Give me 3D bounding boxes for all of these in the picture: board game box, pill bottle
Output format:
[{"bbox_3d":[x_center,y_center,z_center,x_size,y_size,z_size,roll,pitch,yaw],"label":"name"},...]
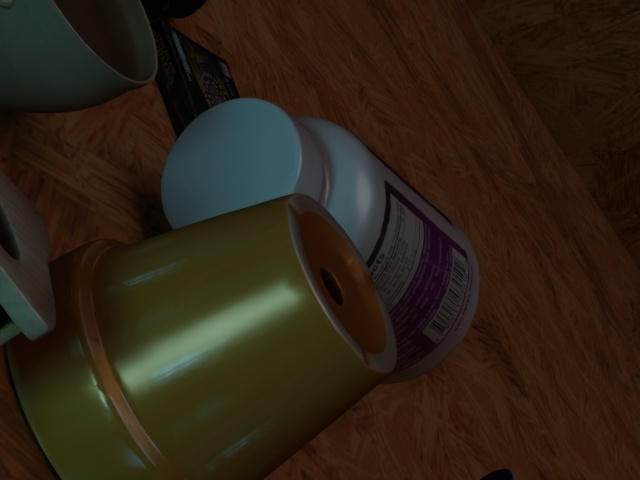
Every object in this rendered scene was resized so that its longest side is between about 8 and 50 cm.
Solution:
[{"bbox_3d":[-0.094,-0.099,1.598,0.126,0.026,0.186,28,37,-61],"label":"board game box"},{"bbox_3d":[0.000,0.000,1.466,0.301,0.169,0.169,37,29,-54],"label":"pill bottle"}]

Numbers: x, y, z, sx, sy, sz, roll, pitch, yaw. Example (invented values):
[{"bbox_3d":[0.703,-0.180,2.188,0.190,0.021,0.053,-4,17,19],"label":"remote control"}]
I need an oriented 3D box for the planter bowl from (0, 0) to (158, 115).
[{"bbox_3d":[-0.202,-0.152,1.225,0.162,0.109,0.162,52,19,-26],"label":"planter bowl"}]

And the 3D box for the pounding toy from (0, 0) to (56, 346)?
[{"bbox_3d":[-0.222,-0.058,0.934,0.269,0.155,0.154,53,15,-18],"label":"pounding toy"}]

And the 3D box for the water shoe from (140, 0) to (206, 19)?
[{"bbox_3d":[-0.161,-0.243,1.597,0.080,0.073,0.203,42,9,10],"label":"water shoe"}]

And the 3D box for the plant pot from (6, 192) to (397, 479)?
[{"bbox_3d":[-0.063,0.068,1.134,0.205,0.188,0.205,52,18,-26],"label":"plant pot"}]

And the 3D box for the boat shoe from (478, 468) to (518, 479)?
[{"bbox_3d":[0.184,0.285,1.712,0.066,0.066,0.183,58,17,-14],"label":"boat shoe"}]
